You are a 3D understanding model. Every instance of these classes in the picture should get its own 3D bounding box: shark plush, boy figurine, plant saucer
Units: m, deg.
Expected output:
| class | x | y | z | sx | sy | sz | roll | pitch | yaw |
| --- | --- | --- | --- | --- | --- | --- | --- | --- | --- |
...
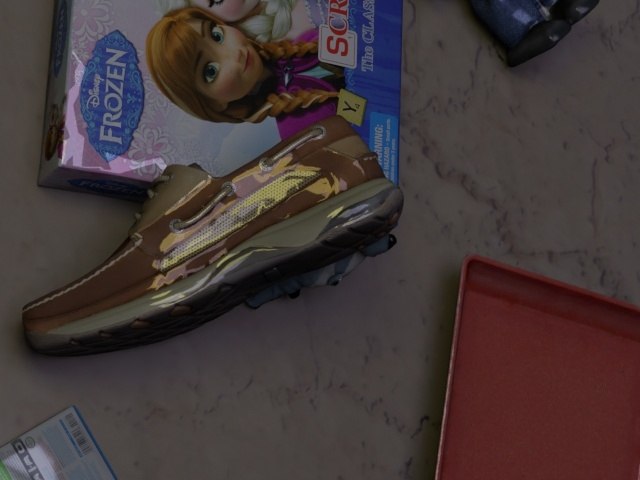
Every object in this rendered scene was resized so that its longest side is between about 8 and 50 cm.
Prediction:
| class | x | y | z | sx | sy | sz | roll | pitch | yaw |
| --- | --- | --- | --- | --- | --- | --- | --- | --- | --- |
| shark plush | 0.000 | 0.000 | 1.485 | 0.067 | 0.161 | 0.073 | 45 | 28 | -15 |
| boy figurine | 0.150 | -0.314 | 1.665 | 0.177 | 0.092 | 0.285 | -40 | 98 | -27 |
| plant saucer | 0.217 | 0.170 | 1.584 | 0.258 | 0.047 | 0.259 | 17 | 68 | -22 |

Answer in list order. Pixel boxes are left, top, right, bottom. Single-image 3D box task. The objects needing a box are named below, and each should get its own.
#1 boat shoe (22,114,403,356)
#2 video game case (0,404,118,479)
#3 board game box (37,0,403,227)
| class | x | y | z | sx | sy | sz | roll | pitch | yaw |
| --- | --- | --- | --- | --- | --- | --- | --- | --- | --- |
| boat shoe | -0.096 | -0.003 | 1.402 | 0.324 | 0.123 | 0.116 | -24 | 78 | -7 |
| video game case | -0.235 | 0.222 | 1.358 | 0.166 | 0.015 | 0.119 | -30 | 91 | -30 |
| board game box | -0.079 | -0.179 | 1.522 | 0.318 | 0.066 | 0.319 | 9 | 72 | -24 |
